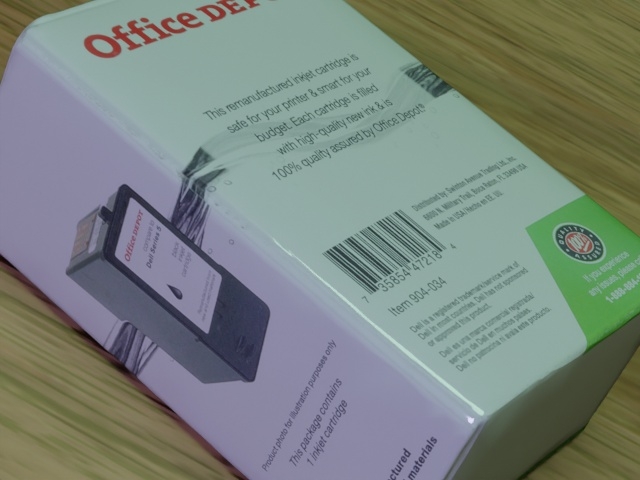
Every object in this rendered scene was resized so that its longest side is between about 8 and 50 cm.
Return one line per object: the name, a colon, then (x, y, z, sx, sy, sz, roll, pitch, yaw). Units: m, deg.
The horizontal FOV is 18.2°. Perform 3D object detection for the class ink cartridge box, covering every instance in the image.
ink cartridge box: (0.000, 0.000, 0.933, 0.273, 0.115, 0.198, 40, 36, 18)
